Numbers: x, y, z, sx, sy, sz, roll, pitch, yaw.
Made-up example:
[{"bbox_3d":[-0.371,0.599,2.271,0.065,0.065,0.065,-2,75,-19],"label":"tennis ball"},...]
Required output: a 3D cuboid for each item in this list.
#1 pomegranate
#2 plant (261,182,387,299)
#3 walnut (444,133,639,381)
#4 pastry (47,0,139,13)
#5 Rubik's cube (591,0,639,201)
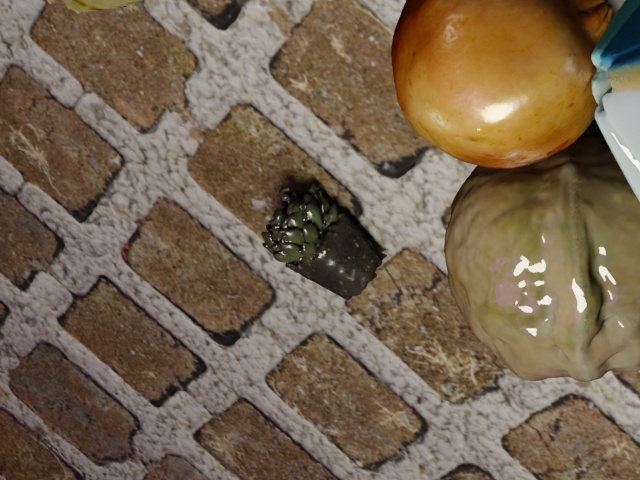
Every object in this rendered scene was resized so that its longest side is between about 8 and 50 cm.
[{"bbox_3d":[0.162,-0.167,1.737,0.209,0.209,0.209,24,142,20],"label":"pomegranate"},{"bbox_3d":[0.000,0.000,2.160,0.143,0.094,0.092,35,161,-14],"label":"plant"},{"bbox_3d":[0.242,0.011,1.830,0.248,0.248,0.248,24,142,20],"label":"walnut"},{"bbox_3d":[-0.210,-0.337,1.904,0.256,0.170,0.237,-8,127,40],"label":"pastry"},{"bbox_3d":[0.454,-0.112,1.404,0.352,0.351,0.347,-10,123,44],"label":"Rubik's cube"}]
